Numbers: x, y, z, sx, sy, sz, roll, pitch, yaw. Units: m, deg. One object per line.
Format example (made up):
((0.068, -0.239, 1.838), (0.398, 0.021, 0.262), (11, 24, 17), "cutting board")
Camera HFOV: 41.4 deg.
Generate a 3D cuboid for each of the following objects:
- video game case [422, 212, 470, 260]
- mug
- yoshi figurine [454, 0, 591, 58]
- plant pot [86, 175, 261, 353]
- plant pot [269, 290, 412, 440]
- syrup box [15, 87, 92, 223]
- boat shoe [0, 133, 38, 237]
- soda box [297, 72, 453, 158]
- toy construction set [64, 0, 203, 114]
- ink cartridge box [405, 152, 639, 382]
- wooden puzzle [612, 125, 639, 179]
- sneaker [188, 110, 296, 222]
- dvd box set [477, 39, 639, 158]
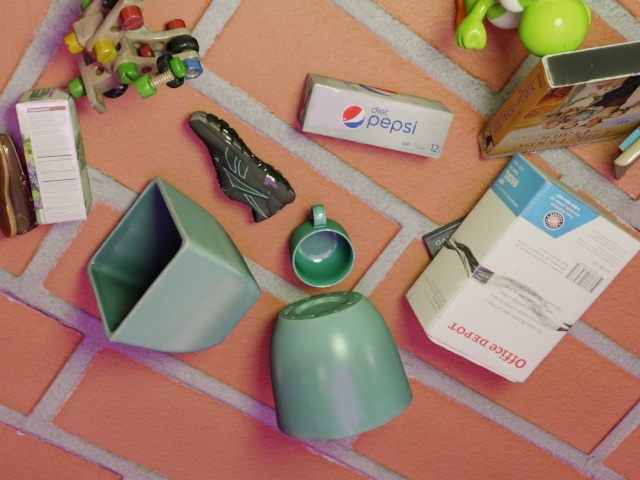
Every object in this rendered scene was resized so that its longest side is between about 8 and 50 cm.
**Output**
((0.363, 0.061, 1.869), (0.196, 0.026, 0.274), (-26, 115, 3), "video game case")
((0.006, 0.007, 1.742), (0.129, 0.097, 0.157), (24, 107, -18), "mug")
((0.354, -0.389, 1.464), (0.203, 0.362, 0.203), (31, 96, -9), "yoshi figurine")
((-0.265, 0.075, 1.654), (0.252, 0.247, 0.248), (29, 107, -38), "plant pot")
((0.026, 0.242, 1.759), (0.293, 0.293, 0.235), (-13, 101, -4), "plant pot")
((-0.495, -0.159, 1.583), (0.096, 0.093, 0.236), (-6, 115, -7), "syrup box")
((-0.584, -0.109, 1.610), (0.073, 0.073, 0.207), (-25, 127, -41), "boat shoe")
((0.106, -0.243, 1.649), (0.286, 0.091, 0.098), (9, 113, -13), "soda box")
((-0.376, -0.366, 1.462), (0.237, 0.257, 0.308), (-22, 96, 14), "toy construction set")
((0.413, 0.065, 1.763), (0.285, 0.166, 0.395), (29, 108, -25), "ink cartridge box")
((0.671, -0.221, 1.699), (0.221, 0.239, 0.044), (-44, 77, 11), "wooden puzzle")
((-0.167, -0.138, 1.646), (0.106, 0.101, 0.267), (-41, 114, 12), "sneaker")
((0.489, -0.254, 1.552), (0.308, 0.420, 0.062), (-9, 81, -6), "dvd box set")
